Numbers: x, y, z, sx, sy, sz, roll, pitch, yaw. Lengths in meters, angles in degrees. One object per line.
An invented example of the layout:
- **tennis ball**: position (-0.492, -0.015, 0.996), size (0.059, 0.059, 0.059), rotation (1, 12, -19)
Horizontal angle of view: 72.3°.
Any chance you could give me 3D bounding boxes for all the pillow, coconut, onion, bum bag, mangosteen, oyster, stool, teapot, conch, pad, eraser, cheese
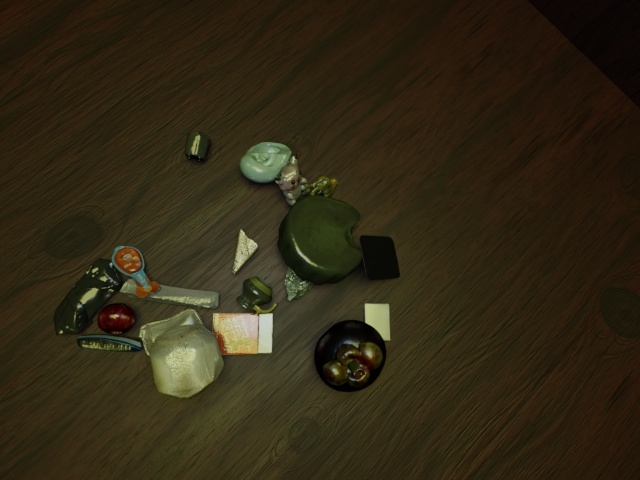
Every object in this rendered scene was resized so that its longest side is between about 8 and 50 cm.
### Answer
- **pillow**: position (-0.563, 0.348, 1.665), size (0.233, 0.038, 0.130), rotation (-21, 82, -13)
- **coconut**: position (-0.470, 0.437, 1.553), size (0.245, 0.245, 0.247), rotation (-15, 99, -10)
- **onion**: position (-0.750, 0.288, 1.610), size (0.131, 0.131, 0.131), rotation (1, 78, -7)
- **bum bag**: position (-0.868, 0.217, 1.633), size (0.142, 0.079, 0.326), rotation (33, 77, 4)
- **mangosteen**: position (0.114, 0.432, 1.600), size (0.275, 0.302, 0.274), rotation (0, 93, -5)
- **oyster**: position (-0.083, 0.154, 1.757), size (0.125, 0.064, 0.177), rotation (-2, 77, -4)
- **stool**: position (-0.506, -0.385, 1.796), size (0.096, 0.096, 0.110), rotation (11, 83, -5)
- **teapot**: position (-0.241, 0.220, 1.685), size (0.166, 0.130, 0.119), rotation (38, 90, 22)
- **conch**: position (-0.227, -0.324, 1.804), size (0.221, 0.121, 0.184), rotation (-22, 76, -19)
- **pad**: position (0.241, 0.067, 1.751), size (0.267, 0.004, 0.180), rotation (3, 73, -52)
- **eraser**: position (-0.301, 0.360, 1.698), size (0.231, 0.038, 0.157), rotation (1, 78, -6)
- **eraser**: position (0.228, 0.332, 1.779), size (0.104, 0.023, 0.150), rotation (2, 78, -7)
- **cheese**: position (-0.706, 0.112, 1.667), size (0.106, 0.037, 0.256), rotation (-31, 67, -29)

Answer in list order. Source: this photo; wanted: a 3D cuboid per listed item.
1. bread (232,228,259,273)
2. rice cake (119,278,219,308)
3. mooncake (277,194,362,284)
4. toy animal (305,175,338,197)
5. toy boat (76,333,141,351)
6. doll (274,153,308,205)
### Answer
- **bread**: position (-0.327, 0.045, 1.737), size (0.105, 0.077, 0.152), rotation (40, 73, -2)
- **rice cake**: position (-0.572, 0.210, 1.682), size (0.366, 0.056, 0.072), rotation (8, 64, -5)
- **mooncake**: position (0.000, 0.000, 1.709), size (0.352, 0.187, 0.350), rotation (7, 69, -19)
- **toy animal**: position (0.010, -0.226, 1.795), size (0.136, 0.181, 0.073), rotation (-43, 68, -1)
- **toy boat**: position (-0.775, 0.379, 1.621), size (0.229, 0.080, 0.045), rotation (5, 43, -6)
- **doll**: position (-0.117, -0.234, 1.775), size (0.095, 0.192, 0.149), rotation (21, 56, 29)
